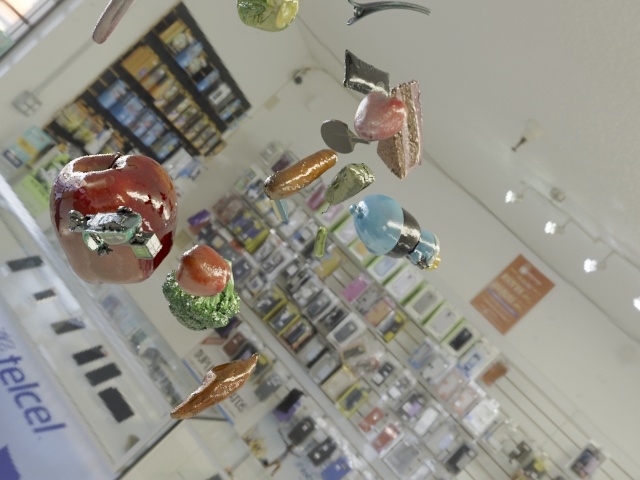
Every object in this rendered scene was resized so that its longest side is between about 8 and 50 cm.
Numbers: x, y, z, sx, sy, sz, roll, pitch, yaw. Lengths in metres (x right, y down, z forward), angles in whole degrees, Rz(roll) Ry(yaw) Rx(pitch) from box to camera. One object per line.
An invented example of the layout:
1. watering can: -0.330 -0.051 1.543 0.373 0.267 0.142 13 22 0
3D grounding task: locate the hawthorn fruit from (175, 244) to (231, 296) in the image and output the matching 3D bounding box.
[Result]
1. hawthorn fruit: -0.298 0.085 1.630 0.138 0.133 0.133 33 -5 12

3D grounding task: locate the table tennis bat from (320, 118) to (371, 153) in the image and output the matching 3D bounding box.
1. table tennis bat: 0.086 -0.354 2.186 0.220 0.019 0.130 15 -44 40

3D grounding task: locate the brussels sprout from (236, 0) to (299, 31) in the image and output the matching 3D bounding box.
1. brussels sprout: -0.167 -0.769 2.015 0.223 0.223 0.161 46 33 13

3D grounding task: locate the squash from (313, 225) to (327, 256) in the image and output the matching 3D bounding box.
1. squash: 0.000 0.000 1.592 0.027 0.027 0.083 44 -43 40

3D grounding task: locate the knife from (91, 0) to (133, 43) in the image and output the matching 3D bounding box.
1. knife: -0.524 -0.619 1.636 0.123 0.278 0.053 38 25 -17

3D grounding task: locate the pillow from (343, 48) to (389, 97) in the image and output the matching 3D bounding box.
1. pillow: 0.157 -0.534 2.101 0.208 0.141 0.055 16 -24 -36

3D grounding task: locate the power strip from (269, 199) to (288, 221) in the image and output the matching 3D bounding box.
1. power strip: -0.116 -0.104 1.773 0.123 0.032 0.056 71 15 -59

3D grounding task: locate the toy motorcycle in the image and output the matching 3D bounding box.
1. toy motorcycle: -0.385 -0.013 1.159 0.173 0.058 0.100 2 -49 23

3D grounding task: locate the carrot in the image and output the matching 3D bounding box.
1. carrot: -0.037 -0.139 1.319 0.060 0.186 0.060 44 -28 31

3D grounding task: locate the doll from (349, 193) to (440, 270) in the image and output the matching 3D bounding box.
1. doll: 0.194 -0.018 1.681 0.314 0.141 0.177 31 36 -32

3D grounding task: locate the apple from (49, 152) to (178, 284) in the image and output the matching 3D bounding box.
1. apple: -0.478 -0.056 1.467 0.288 0.288 0.317 44 -37 44

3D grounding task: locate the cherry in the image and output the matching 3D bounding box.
1. cherry: 0.124 -0.266 1.355 0.106 0.126 0.087 53 -5 27

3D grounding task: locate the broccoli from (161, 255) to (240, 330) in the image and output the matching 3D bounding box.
1. broccoli: -0.423 0.182 2.270 0.307 0.275 0.308 20 7 -3

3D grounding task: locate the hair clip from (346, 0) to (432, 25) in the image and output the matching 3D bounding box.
1. hair clip: 0.218 -0.722 1.978 0.048 0.275 0.083 -105 -168 -61

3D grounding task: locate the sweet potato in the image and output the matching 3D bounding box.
1. sweet potato: -0.321 0.458 2.036 0.112 0.359 0.112 23 -52 33

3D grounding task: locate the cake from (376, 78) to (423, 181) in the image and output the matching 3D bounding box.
1. cake: 0.225 -0.323 1.810 0.113 0.116 0.295 40 -29 35

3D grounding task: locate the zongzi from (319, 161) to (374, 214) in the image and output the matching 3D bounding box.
1. zongzi: 0.028 -0.110 1.328 0.062 0.154 0.130 61 24 9
